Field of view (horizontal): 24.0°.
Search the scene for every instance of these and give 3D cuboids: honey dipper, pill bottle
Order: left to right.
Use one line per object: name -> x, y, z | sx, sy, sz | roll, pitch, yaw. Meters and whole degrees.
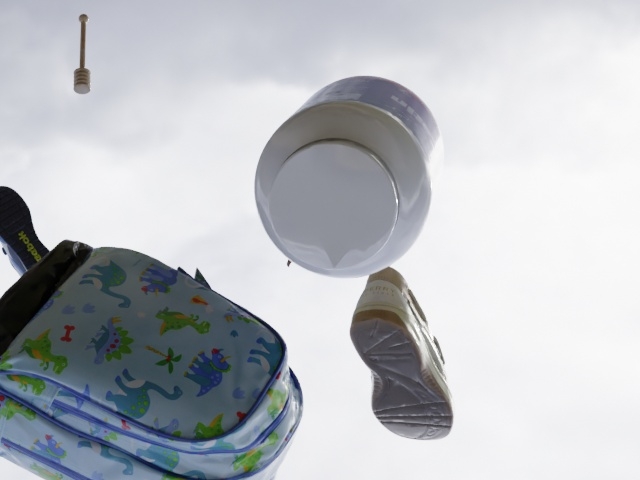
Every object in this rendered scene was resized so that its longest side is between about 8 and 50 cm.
honey dipper -> -0.408, -0.323, 2.588 | 0.030, 0.030, 0.161 | -6, -122, 3
pill bottle -> 0.033, -0.067, 1.577 | 0.181, 0.182, 0.323 | -3, -167, 8

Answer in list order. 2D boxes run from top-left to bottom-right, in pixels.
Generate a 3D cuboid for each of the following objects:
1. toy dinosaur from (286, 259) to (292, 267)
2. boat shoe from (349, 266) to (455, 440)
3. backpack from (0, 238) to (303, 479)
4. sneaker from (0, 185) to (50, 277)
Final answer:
toy dinosaur -> 0.000, 0.000, 2.200 | 0.090, 0.047, 0.082 | -12, -169, 24
boat shoe -> 0.109, 0.150, 1.913 | 0.109, 0.302, 0.098 | -3, -129, 18
backpack -> -0.196, 0.160, 1.635 | 0.355, 0.273, 0.290 | 39, -138, 1
sneaker -> -0.380, 0.000, 1.896 | 0.053, 0.144, 0.059 | -29, -176, -24
